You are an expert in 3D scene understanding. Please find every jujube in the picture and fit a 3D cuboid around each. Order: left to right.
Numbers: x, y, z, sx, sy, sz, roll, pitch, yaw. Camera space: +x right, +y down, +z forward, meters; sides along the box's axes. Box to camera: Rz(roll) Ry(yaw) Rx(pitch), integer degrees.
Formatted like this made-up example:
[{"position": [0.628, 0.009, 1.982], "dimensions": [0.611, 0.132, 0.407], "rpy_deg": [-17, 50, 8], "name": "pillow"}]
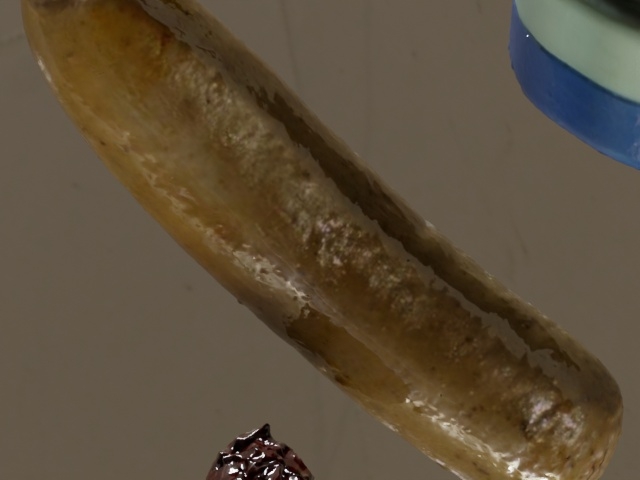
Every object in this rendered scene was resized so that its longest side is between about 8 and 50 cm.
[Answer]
[{"position": [-0.032, 0.192, 1.056], "dimensions": [0.104, 0.166, 0.104], "rpy_deg": [-3, -69, -7], "name": "jujube"}]

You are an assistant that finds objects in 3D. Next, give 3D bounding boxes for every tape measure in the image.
[{"position": [0.252, -0.158, 1.084], "dimensions": [0.262, 0.138, 0.259], "rpy_deg": [-22, -135, -34], "name": "tape measure"}]

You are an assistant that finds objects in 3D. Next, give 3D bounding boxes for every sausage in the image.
[{"position": [-0.002, 0.000, 1.071], "dimensions": [0.501, 0.136, 0.123], "rpy_deg": [42, -115, -13], "name": "sausage"}]
